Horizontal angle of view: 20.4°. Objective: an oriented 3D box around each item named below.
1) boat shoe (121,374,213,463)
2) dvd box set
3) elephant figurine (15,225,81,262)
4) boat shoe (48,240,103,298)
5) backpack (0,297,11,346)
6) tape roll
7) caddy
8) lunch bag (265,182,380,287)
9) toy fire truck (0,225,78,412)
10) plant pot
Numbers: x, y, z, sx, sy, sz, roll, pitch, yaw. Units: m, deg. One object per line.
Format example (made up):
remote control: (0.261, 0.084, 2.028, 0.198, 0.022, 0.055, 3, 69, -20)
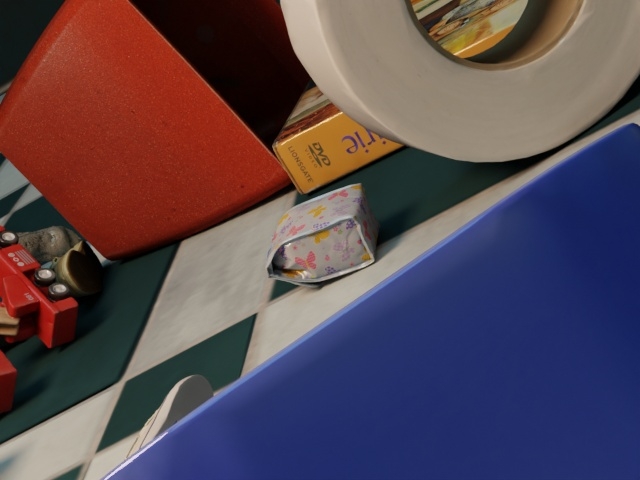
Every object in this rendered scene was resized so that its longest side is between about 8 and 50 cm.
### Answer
boat shoe: (-0.106, 0.129, 1.208, 0.035, 0.035, 0.100, -17, 28, 34)
dvd box set: (0.173, -0.207, 1.631, 0.420, 0.062, 0.307, -25, 18, 23)
elephant figurine: (-0.404, 0.043, 1.850, 0.239, 0.186, 0.169, -21, -43, -57)
boat shoe: (-0.241, 0.036, 1.714, 0.045, 0.050, 0.135, -34, 6, 4)
backpack: (-0.324, 0.044, 1.717, 0.084, 0.114, 0.105, -17, 8, -23)
tape roll: (0.116, -0.203, 1.328, 0.286, 0.286, 0.100, -35, 16, -9)
caddy: (0.058, 0.110, 0.712, 0.341, 0.179, 0.241, -34, -8, -6)
lunch bag: (0.000, 0.000, 1.359, 0.083, 0.053, 0.071, -18, 21, 12)
toy fire truck: (-0.292, 0.066, 1.574, 0.135, 0.047, 0.192, -18, 46, -38)
plant pot: (-0.166, -0.138, 1.751, 0.236, 0.267, 0.267, -39, 12, 25)
